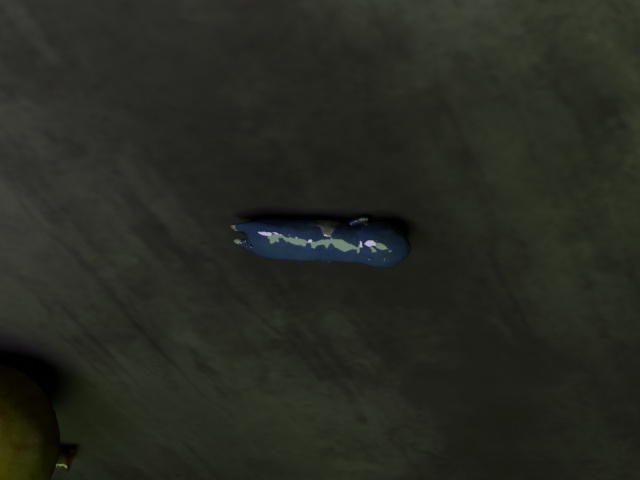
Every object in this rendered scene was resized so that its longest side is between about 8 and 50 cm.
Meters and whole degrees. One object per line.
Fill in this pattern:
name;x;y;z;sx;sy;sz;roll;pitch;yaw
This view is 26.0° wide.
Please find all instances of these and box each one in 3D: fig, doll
fig;-0.284;0.163;1.157;0.148;0.186;0.142;-9;99;-9
doll;0.000;0.000;0.955;0.125;0.027;0.037;5;142;8
